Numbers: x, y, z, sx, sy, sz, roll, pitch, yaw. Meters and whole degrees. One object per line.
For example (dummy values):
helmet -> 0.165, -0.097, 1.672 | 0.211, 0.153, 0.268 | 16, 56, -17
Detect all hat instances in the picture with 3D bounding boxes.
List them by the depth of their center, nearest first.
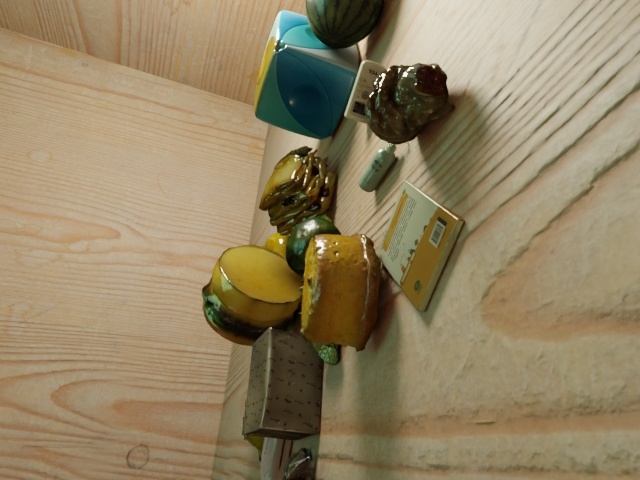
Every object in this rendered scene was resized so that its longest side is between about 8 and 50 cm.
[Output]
hat -> 0.026, 0.285, 1.360 | 0.146, 0.067, 0.146 | 38, 144, 34

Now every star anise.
star anise -> -0.057, 0.682, 1.277 | 0.236, 0.093, 0.229 | -101, 24, -63

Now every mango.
mango -> -0.176, 0.075, 2.066 | 0.167, 0.130, 0.262 | -56, 32, 40

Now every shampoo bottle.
shampoo bottle -> 0.168, -0.214, 1.278 | 0.195, 0.056, 0.056 | 121, 156, -48

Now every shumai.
shumai -> 0.226, -0.313, 1.077 | 0.185, 0.218, 0.184 | 11, 101, 32

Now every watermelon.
watermelon -> 0.089, -0.871, 1.656 | 0.279, 0.279, 0.359 | 153, 127, -69

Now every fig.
fig -> -0.023, 0.001, 1.507 | 0.245, 0.195, 0.195 | -98, 26, -44

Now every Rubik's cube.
Rubik's cube -> -0.063, -0.661, 1.871 | 0.352, 0.351, 0.347 | 116, 160, -43

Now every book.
book -> 0.207, -0.001, 1.041 | 0.295, 0.020, 0.208 | -116, 42, -65

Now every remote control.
remote control -> 0.146, -0.481, 1.504 | 0.029, 0.087, 0.190 | -123, 50, -63

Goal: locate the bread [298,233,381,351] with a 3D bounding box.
bread -> 0.050, 0.088, 1.166 | 0.340, 0.194, 0.179 | -89, 7, -45

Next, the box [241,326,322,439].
box -> -0.116, 0.456, 1.463 | 0.225, 0.190, 0.297 | 129, 148, -55

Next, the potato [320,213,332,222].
potato -> 0.000, 0.000, 1.675 | 0.119, 0.054, 0.198 | -140, 69, -72

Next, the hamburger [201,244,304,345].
hamburger -> -0.264, 0.233, 1.810 | 0.396, 0.395, 0.277 | -103, 32, -57

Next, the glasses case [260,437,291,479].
glasses case -> -0.146, 0.679, 1.573 | 0.113, 0.075, 0.297 | -12, 66, 63

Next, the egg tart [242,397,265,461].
egg tart -> -0.225, 0.672, 1.771 | 0.315, 0.120, 0.315 | -167, 90, -74

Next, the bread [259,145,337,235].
bread -> -0.096, -0.227, 1.806 | 0.314, 0.191, 0.370 | -32, 41, 42
